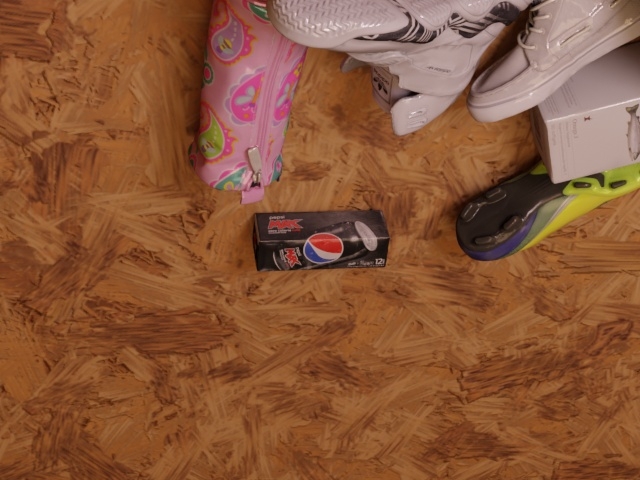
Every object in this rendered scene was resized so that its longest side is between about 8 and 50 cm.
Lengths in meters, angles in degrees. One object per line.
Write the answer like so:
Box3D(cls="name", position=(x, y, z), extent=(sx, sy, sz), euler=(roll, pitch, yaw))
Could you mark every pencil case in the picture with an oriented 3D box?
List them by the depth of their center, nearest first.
Box3D(cls="pencil case", position=(-0.076, -0.181, 1.722), extent=(0.124, 0.124, 0.284), euler=(3, 130, -14))

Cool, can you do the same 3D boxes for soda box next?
Box3D(cls="soda box", position=(0.000, 0.000, 1.944), extent=(0.168, 0.060, 0.053), euler=(-2, 131, -9))

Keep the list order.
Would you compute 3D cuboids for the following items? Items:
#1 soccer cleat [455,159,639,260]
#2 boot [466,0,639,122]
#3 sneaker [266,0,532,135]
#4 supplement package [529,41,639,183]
Box3D(cls="soccer cleat", position=(0.306, -0.061, 1.952), extent=(0.289, 0.093, 0.121), euler=(-26, 162, 7))
Box3D(cls="boot", position=(0.259, -0.250, 1.760), extent=(0.258, 0.095, 0.123), euler=(-34, 124, 8))
Box3D(cls="sneaker", position=(0.069, -0.210, 1.645), extent=(0.365, 0.137, 0.210), euler=(-17, 148, -42))
Box3D(cls="supplement package", position=(0.348, -0.158, 1.840), extent=(0.179, 0.105, 0.105), euler=(-15, 133, 2))
